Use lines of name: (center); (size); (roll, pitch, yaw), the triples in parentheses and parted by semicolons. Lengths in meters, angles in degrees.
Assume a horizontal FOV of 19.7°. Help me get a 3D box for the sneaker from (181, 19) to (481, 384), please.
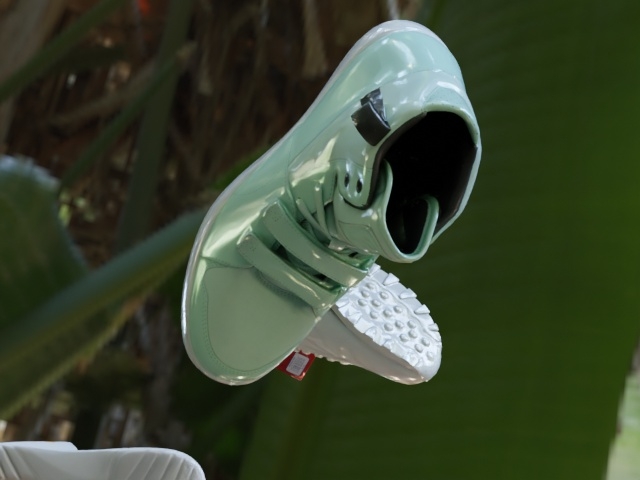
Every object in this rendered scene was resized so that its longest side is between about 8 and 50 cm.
sneaker: (0.000, -0.001, 1.075); (0.094, 0.151, 0.256); (28, -73, -18)

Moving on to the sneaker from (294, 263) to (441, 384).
sneaker: (-0.001, 0.062, 1.609); (0.235, 0.090, 0.095); (34, -58, 15)

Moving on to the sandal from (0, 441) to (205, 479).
sandal: (-0.236, 0.242, 1.767); (0.265, 0.102, 0.076); (-1, -2, 6)

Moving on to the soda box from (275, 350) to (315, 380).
soda box: (0.006, 0.006, 1.717); (0.083, 0.092, 0.263); (28, -49, -3)
